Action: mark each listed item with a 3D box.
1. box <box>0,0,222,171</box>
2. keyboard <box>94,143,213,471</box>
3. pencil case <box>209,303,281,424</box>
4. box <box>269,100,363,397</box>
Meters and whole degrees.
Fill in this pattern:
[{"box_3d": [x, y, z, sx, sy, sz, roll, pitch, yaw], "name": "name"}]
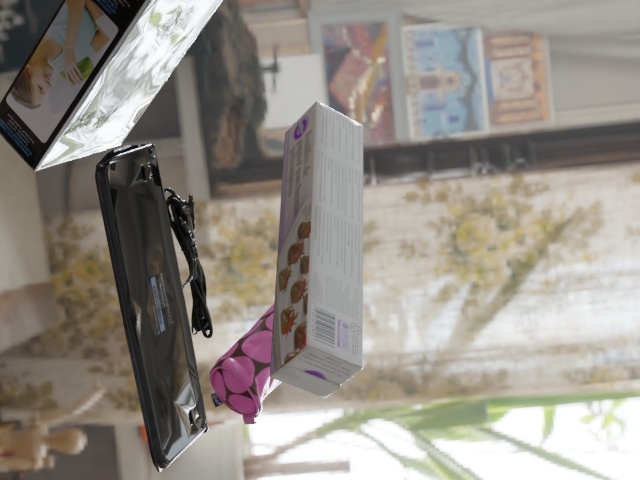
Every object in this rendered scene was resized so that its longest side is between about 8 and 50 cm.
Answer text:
[{"box_3d": [-0.237, -0.220, 1.316, 0.087, 0.290, 0.169, 47, 31, 8], "name": "box"}, {"box_3d": [-0.163, 0.057, 1.187, 0.201, 0.033, 0.317, -35, 118, -69], "name": "keyboard"}, {"box_3d": [-0.056, 0.146, 1.536, 0.209, 0.095, 0.098, -43, 111, -36], "name": "pencil case"}, {"box_3d": [0.000, 0.000, 1.127, 0.063, 0.067, 0.324, -43, -147, 38], "name": "box"}]
